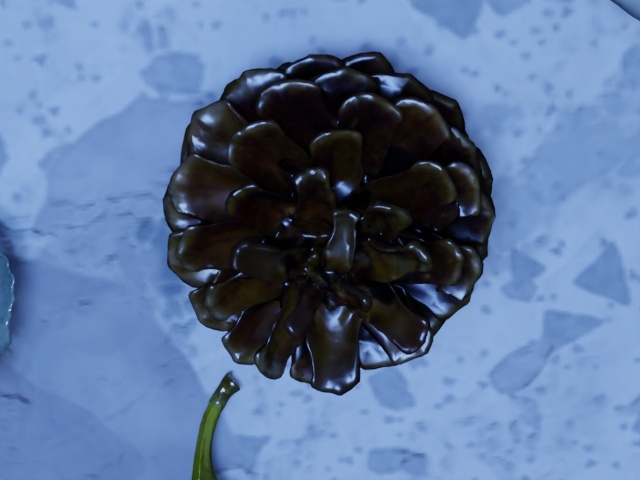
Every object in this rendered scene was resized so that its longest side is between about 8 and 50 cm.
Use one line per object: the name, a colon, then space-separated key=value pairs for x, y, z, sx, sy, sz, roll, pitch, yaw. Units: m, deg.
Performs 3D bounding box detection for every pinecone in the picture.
pinecone: x=0.003 y=-0.004 z=0.647 sx=0.163 sy=0.165 sz=0.163 roll=0 pitch=112 yaw=1

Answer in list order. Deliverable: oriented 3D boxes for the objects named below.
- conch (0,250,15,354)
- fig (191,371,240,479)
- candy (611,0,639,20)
conch: x=-0.242 y=0.025 z=0.704 sx=0.153 sy=0.102 sz=0.135 roll=6 pitch=109 yaw=-39
fig: x=-0.056 y=0.165 z=0.801 sx=0.093 sy=0.093 sz=0.166 roll=-3 pitch=77 yaw=3
candy: x=0.062 y=-0.253 z=0.535 sx=0.359 sy=0.145 sz=0.208 roll=28 pitch=113 yaw=-13
